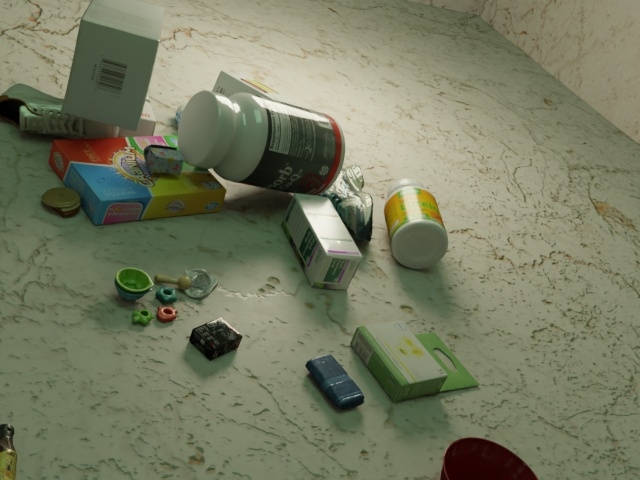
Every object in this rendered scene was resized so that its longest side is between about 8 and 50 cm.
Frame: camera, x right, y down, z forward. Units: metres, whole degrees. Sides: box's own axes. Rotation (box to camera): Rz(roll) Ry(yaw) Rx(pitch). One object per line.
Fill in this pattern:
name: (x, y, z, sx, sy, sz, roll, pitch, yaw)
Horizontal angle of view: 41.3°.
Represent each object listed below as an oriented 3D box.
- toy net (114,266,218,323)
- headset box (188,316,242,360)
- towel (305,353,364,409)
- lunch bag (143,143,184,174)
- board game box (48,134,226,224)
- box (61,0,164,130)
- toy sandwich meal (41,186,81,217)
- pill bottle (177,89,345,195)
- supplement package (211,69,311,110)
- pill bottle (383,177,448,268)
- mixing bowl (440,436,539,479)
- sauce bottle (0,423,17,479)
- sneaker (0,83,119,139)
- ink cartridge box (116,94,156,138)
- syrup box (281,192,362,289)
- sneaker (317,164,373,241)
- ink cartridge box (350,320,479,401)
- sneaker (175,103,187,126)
toy net: (-0.280, 0.093, 1.635, 0.232, 0.045, 0.122, -11, 44, -44)
headset box: (-0.191, 0.180, 1.570, 0.062, 0.032, 0.083, 38, 33, 23)
towel: (0.026, 0.265, 1.581, 0.067, 0.029, 0.119, -6, 42, -39)
lunch bag: (-0.351, -0.185, 1.889, 0.071, 0.053, 0.083, 5, 26, -29)
board game box: (-0.407, -0.142, 1.900, 0.317, 0.064, 0.242, -9, 43, -42)
box: (-0.466, -0.420, 1.939, 0.168, 0.214, 0.345, 14, 23, -14)
toy sandwich meal: (-0.535, -0.081, 1.760, 0.086, 0.029, 0.085, 7, 33, -4)
pill bottle: (-0.137, -0.229, 1.989, 0.363, 0.210, 0.210, 8, 32, -40)
supplement package: (-0.166, -0.341, 2.273, 0.244, 0.133, 0.139, 31, 17, 13)
pill bottle: (0.229, -0.052, 2.101, 0.137, 0.136, 0.245, 15, 31, -13)
mixing bowl: (0.269, 0.428, 1.415, 0.182, 0.098, 0.181, 17, 32, -11)
sauce bottle: (-0.447, 0.312, 1.188, 0.042, 0.042, 0.128, 9, 35, -22)
sneaker: (-0.612, -0.270, 1.943, 0.290, 0.105, 0.123, 15, 34, 9)
ink cartridge box: (-0.498, -0.319, 2.096, 0.148, 0.085, 0.203, 6, 33, -27)
syrup box: (0.000, 0.000, 1.913, 0.096, 0.093, 0.236, 6, 35, -26)
sneaker: (0.057, -0.084, 2.102, 0.122, 0.110, 0.283, -4, 34, -9)
ink cartridge box: (0.200, 0.235, 1.718, 0.235, 0.056, 0.171, -4, 39, -34)
sneaker: (-0.316, -0.296, 2.181, 0.085, 0.086, 0.237, 3, 34, -26)
